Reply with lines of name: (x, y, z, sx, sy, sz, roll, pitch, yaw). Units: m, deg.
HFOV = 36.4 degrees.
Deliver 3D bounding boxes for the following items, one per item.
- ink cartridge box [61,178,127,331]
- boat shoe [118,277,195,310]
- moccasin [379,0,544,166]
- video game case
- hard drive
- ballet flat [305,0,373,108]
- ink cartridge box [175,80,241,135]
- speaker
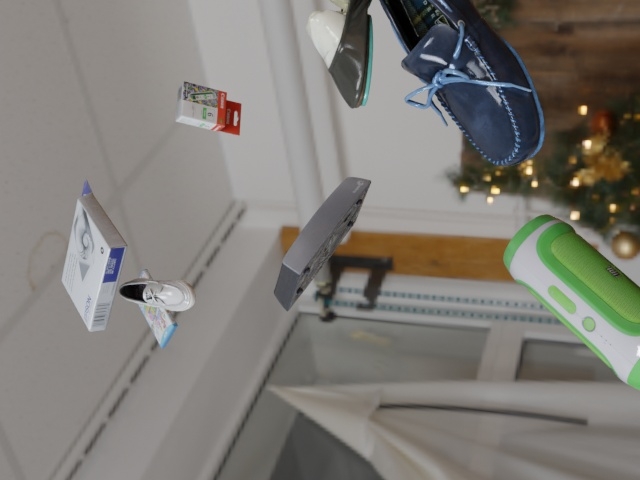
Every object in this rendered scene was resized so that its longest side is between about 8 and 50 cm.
ink cartridge box: (-0.468, 0.028, 1.949, 0.045, 0.224, 0.223, -7, -48, -35)
boat shoe: (-0.331, 0.106, 1.954, 0.063, 0.184, 0.066, -10, -72, -51)
moccasin: (0.143, -0.232, 1.204, 0.117, 0.138, 0.342, -19, -110, -39)
video game case: (-0.407, 0.168, 2.380, 0.015, 0.166, 0.119, -19, -21, -35)
hard drive: (0.000, 0.000, 1.840, 0.255, 0.054, 0.172, -52, -10, -30)
ballet flat: (0.032, -0.314, 1.329, 0.095, 0.096, 0.280, 121, 158, -71)
ink cartridge box: (-0.177, -0.214, 1.583, 0.115, 0.029, 0.063, 11, -109, -28)
speaker: (0.418, 0.091, 1.478, 0.131, 0.296, 0.131, -28, -36, -22)
